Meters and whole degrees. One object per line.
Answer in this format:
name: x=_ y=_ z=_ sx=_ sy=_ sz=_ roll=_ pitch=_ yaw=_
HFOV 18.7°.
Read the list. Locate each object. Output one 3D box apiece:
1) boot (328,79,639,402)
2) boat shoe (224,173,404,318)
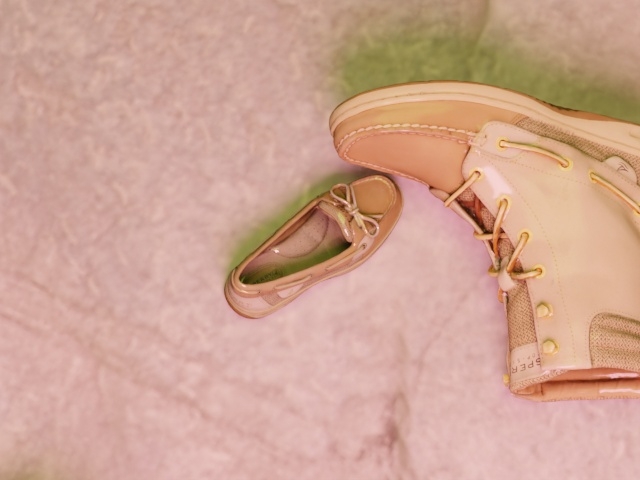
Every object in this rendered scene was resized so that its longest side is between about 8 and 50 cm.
boot: x=0.129 y=0.005 z=1.361 sx=0.262 sy=0.095 sz=0.203 roll=11 pitch=68 yaw=-18
boat shoe: x=-0.002 y=-0.001 z=1.378 sx=0.153 sy=0.048 sz=0.056 roll=-31 pitch=76 yaw=-17
